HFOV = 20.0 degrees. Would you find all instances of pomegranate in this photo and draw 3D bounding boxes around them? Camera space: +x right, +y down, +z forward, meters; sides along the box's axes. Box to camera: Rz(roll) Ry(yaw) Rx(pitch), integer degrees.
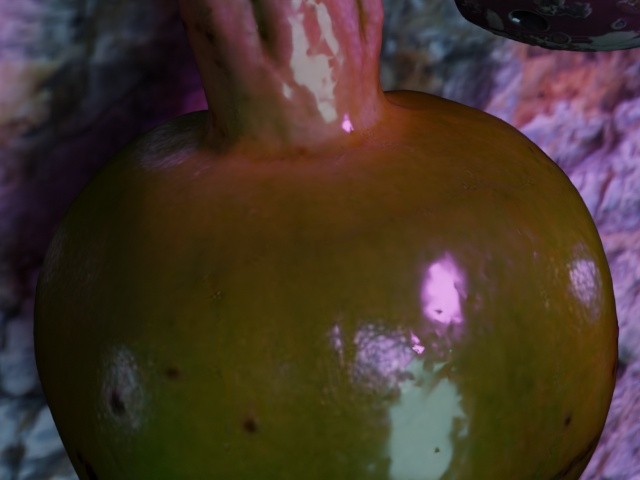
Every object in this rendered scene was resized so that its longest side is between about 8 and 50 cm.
[{"bbox_3d":[0.000,0.000,0.711,0.236,0.236,0.302,-17,118,-28],"label":"pomegranate"}]

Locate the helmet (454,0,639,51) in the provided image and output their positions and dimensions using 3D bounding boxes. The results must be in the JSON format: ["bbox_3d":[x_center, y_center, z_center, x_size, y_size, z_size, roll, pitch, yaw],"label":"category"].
[{"bbox_3d":[0.139,-0.141,0.725,0.177,0.107,0.153,-54,171,-34],"label":"helmet"}]
